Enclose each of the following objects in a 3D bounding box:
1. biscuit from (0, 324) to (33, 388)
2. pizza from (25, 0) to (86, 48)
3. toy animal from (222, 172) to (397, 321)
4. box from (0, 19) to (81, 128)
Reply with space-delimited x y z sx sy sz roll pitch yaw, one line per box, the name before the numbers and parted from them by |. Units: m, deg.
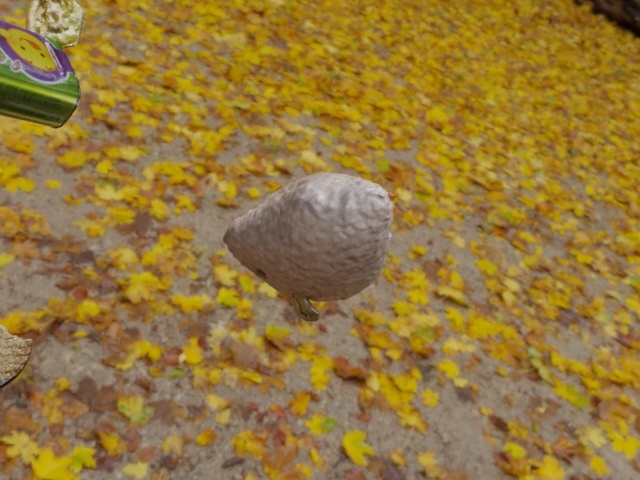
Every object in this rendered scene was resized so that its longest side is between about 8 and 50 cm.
biscuit | -0.801 0.274 1.676 0.229 0.031 0.176 18 75 -22
pizza | -0.493 -0.415 1.340 0.099 0.160 0.036 12 -11 -9
toy animal | 0.005 -0.001 1.266 0.226 0.358 0.188 52 47 -17
box | -0.461 -0.226 0.852 0.346 0.097 0.134 7 47 -58
